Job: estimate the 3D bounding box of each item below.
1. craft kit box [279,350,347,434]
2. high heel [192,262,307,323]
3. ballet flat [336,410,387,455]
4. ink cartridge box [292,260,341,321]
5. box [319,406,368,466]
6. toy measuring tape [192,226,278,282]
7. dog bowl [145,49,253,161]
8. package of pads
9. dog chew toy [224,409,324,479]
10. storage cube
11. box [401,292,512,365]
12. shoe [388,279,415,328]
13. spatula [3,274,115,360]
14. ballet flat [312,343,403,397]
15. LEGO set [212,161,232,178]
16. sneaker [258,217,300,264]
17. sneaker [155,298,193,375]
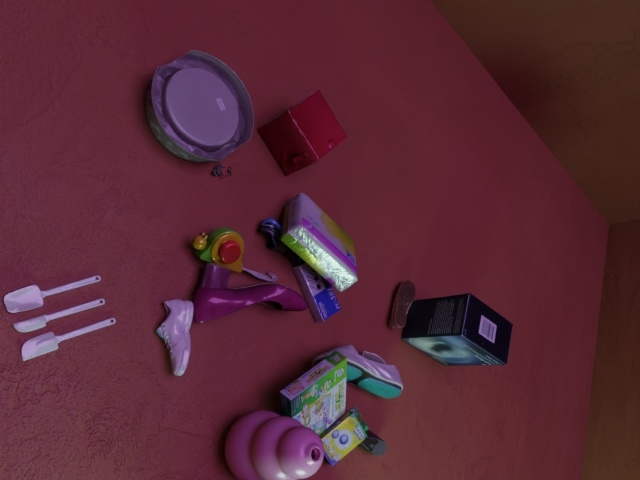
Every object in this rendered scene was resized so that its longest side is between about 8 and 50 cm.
[{"bbox_3d":[-0.019,0.504,1.809,0.246,0.061,0.250,-32,134,-40],"label":"craft kit box"},{"bbox_3d":[-0.210,0.208,1.772,0.377,0.127,0.181,20,67,-26],"label":"high heel"},{"bbox_3d":[0.127,0.658,1.994,0.250,0.058,0.084,38,78,-21],"label":"ballet flat"},{"bbox_3d":[-0.012,0.165,1.999,0.097,0.046,0.207,-28,97,-42],"label":"ink cartridge box"},{"bbox_3d":[0.075,0.641,1.915,0.179,0.043,0.105,-35,103,-21],"label":"box"},{"bbox_3d":[-0.243,0.036,1.784,0.330,0.121,0.121,23,64,-40],"label":"toy measuring tape"},{"bbox_3d":[-0.376,-0.399,1.792,0.348,0.102,0.349,12,72,-39],"label":"dog bowl"},{"bbox_3d":[0.000,0.000,1.960,0.296,0.101,0.229,43,24,-25],"label":"package of pads"},{"bbox_3d":[-0.118,0.576,1.605,0.206,0.331,0.207,11,72,-39],"label":"dog chew toy"},{"bbox_3d":[-0.062,-0.368,2.003,0.215,0.183,0.193,-43,107,-39],"label":"storage cube"},{"bbox_3d":[0.528,0.355,2.255,0.296,0.294,0.183,33,61,-30],"label":"box"},{"bbox_3d":[0.311,0.248,2.262,0.076,0.058,0.219,31,54,-9],"label":"shoe"},{"bbox_3d":[-0.645,0.178,1.461,0.242,0.019,0.168,-19,91,-42],"label":"spatula"},{"bbox_3d":[0.125,0.432,2.008,0.400,0.139,0.139,28,62,-32],"label":"ballet flat"},{"bbox_3d":[-0.317,-0.219,1.854,0.083,0.023,0.054,21,67,-50],"label":"LEGO set"},{"bbox_3d":[-0.136,0.011,1.930,0.078,0.067,0.188,-46,113,-16],"label":"sneaker"},{"bbox_3d":[-0.410,0.268,1.616,0.094,0.080,0.212,10,65,-27],"label":"sneaker"}]
